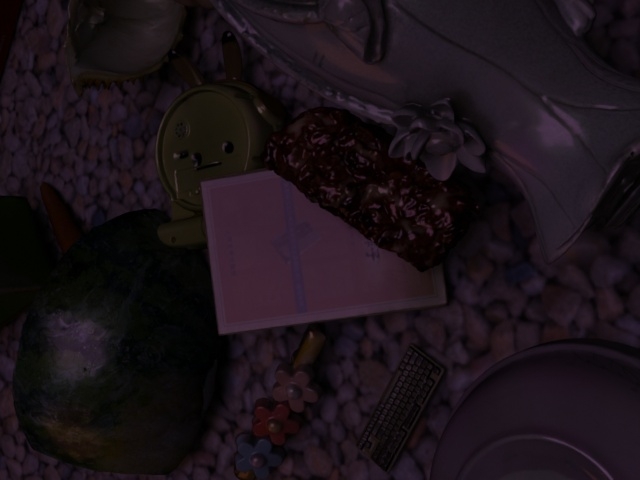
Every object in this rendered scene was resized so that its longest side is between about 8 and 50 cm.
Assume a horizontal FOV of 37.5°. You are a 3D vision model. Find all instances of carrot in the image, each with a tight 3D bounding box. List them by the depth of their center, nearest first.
[{"bbox_3d":[-0.318,-0.001,1.213,0.048,0.048,0.216,-50,59,22],"label":"carrot"}]

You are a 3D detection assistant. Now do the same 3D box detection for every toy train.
[{"bbox_3d":[-0.515,0.058,1.214,0.307,0.249,0.173,-32,75,30],"label":"toy train"}]

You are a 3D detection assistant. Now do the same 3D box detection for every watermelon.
[{"bbox_3d":[-0.229,0.113,1.099,0.224,0.180,0.305,12,93,-11],"label":"watermelon"}]

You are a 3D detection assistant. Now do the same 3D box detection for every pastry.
[{"bbox_3d":[0.047,-0.056,0.889,0.208,0.115,0.097,34,91,16],"label":"pastry"}]

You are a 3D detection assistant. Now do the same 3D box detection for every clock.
[{"bbox_3d":[-0.116,-0.110,1.061,0.170,0.069,0.232,-11,83,32],"label":"clock"}]

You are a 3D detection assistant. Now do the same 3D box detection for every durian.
[{"bbox_3d":[-0.233,-0.285,1.103,0.144,0.139,0.252,11,94,29],"label":"durian"}]

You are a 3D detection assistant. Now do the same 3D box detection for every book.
[{"bbox_3d":[0.000,0.000,0.963,0.242,0.018,0.170,-9,84,11],"label":"book"}]

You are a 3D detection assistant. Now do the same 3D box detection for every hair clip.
[{"bbox_3d":[-0.043,0.185,1.018,0.062,0.056,0.214,25,104,-2],"label":"hair clip"}]

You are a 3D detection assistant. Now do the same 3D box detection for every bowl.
[{"bbox_3d":[0.211,0.231,0.797,0.287,0.144,0.287,0,89,33],"label":"bowl"}]

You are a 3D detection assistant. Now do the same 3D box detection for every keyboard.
[{"bbox_3d":[0.080,0.171,0.958,0.049,0.015,0.129,35,108,29],"label":"keyboard"}]

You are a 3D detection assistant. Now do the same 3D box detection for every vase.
[{"bbox_3d":[0.103,-0.184,0.795,0.445,0.250,0.250,43,112,12],"label":"vase"}]

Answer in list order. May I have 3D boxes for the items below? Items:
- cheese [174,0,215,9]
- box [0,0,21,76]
[{"bbox_3d":[-0.081,-0.347,1.016,0.235,0.117,0.218,-45,69,28],"label":"cheese"},{"bbox_3d":[-0.477,-0.333,1.317,0.123,0.050,0.229,27,104,33],"label":"box"}]
